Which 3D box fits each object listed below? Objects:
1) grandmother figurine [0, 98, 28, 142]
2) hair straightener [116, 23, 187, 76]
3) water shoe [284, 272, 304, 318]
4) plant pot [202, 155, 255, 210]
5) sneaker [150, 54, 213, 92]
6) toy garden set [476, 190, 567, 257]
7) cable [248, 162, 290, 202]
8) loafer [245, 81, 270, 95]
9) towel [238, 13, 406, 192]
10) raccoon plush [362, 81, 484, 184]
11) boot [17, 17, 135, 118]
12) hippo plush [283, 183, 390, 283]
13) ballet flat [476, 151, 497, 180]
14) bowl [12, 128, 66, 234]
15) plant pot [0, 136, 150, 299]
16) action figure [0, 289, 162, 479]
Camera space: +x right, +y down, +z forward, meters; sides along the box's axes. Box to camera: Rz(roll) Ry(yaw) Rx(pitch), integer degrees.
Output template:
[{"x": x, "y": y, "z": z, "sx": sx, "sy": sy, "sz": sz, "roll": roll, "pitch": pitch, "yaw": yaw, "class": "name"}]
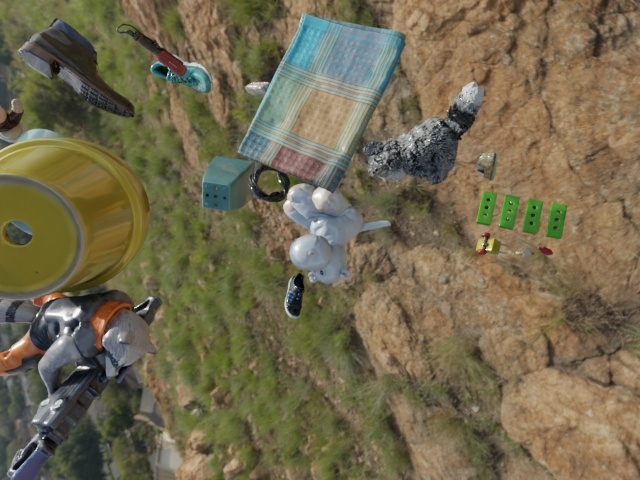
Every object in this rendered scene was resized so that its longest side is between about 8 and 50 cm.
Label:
[{"x": -1.027, "y": -0.379, "z": 1.324, "sx": 0.342, "sy": 0.208, "sz": 0.103, "roll": 175, "pitch": 82, "yaw": -78, "class": "grandmother figurine"}, {"x": -0.540, "y": -0.615, "z": 1.362, "sx": 0.047, "sy": 0.231, "sz": 0.089, "roll": -49, "pitch": 51, "yaw": 18, "class": "hair straightener"}, {"x": -0.107, "y": 0.232, "z": 1.816, "sx": 0.080, "sy": 0.073, "sz": 0.203, "roll": 127, "pitch": 149, "yaw": -48, "class": "water shoe"}, {"x": -0.372, "y": -0.212, "z": 1.665, "sx": 0.166, "sy": 0.234, "sz": 0.165, "roll": 10, "pitch": 116, "yaw": 4, "class": "plant pot"}, {"x": -0.520, "y": -0.616, "z": 1.608, "sx": 0.276, "sy": 0.110, "sz": 0.106, "roll": 25, "pitch": 134, "yaw": 21, "class": "sneaker"}, {"x": 0.611, "y": -0.033, "z": 1.325, "sx": 0.245, "sy": 0.049, "sz": 0.203, "roll": 13, "pitch": 77, "yaw": 17, "class": "toy garden set"}, {"x": -0.182, "y": -0.203, "z": 1.527, "sx": 0.151, "sy": 0.184, "sz": 0.047, "roll": 39, "pitch": 136, "yaw": -25, "class": "cable"}, {"x": -0.212, "y": -0.523, "z": 1.460, "sx": 0.125, "sy": 0.039, "sz": 0.045, "roll": 25, "pitch": 163, "yaw": 48, "class": "loafer"}, {"x": -0.003, "y": -0.317, "z": 0.942, "sx": 0.272, "sy": 0.040, "sz": 0.369, "roll": 25, "pitch": 88, "yaw": 24, "class": "towel"}, {"x": 0.339, "y": -0.393, "z": 1.543, "sx": 0.216, "sy": 0.300, "sz": 0.446, "roll": -103, "pitch": 22, "yaw": -49, "class": "raccoon plush"}, {"x": -0.458, "y": -0.343, "z": 0.851, "sx": 0.082, "sy": 0.219, "sz": 0.106, "roll": -13, "pitch": 51, "yaw": 55, "class": "boot"}, {"x": 0.000, "y": 0.000, "z": 1.201, "sx": 0.235, "sy": 0.294, "sz": 0.236, "roll": -2, "pitch": 65, "yaw": 46, "class": "hippo plush"}, {"x": 0.608, "y": -0.275, "z": 1.558, "sx": 0.067, "sy": 0.206, "sz": 0.072, "roll": 13, "pitch": 80, "yaw": 23, "class": "ballet flat"}, {"x": -0.746, "y": -0.125, "z": 1.154, "sx": 0.312, "sy": 0.163, "sz": 0.311, "roll": 12, "pitch": 132, "yaw": 14, "class": "bowl"}, {"x": -0.404, "y": -0.028, "z": 0.634, "sx": 0.239, "sy": 0.254, "sz": 0.253, "roll": -140, "pitch": 46, "yaw": -72, "class": "plant pot"}, {"x": -0.422, "y": 0.171, "z": 0.656, "sx": 0.331, "sy": 0.341, "sz": 0.178, "roll": -3, "pitch": 128, "yaw": 12, "class": "action figure"}]
